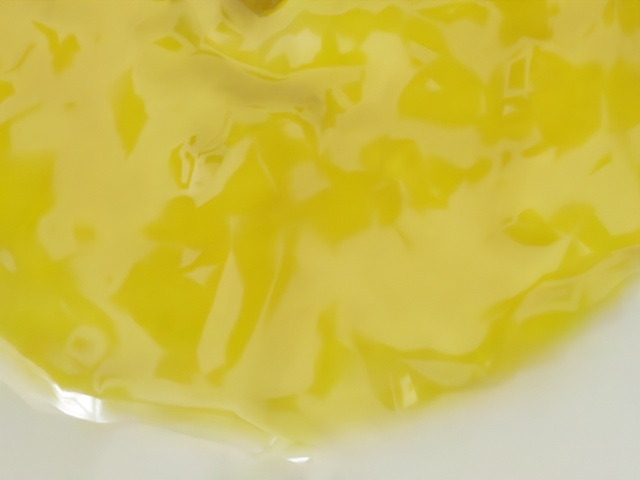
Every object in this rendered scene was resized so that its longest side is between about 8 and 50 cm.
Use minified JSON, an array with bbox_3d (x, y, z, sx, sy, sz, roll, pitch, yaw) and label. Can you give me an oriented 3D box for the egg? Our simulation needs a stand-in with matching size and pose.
[{"bbox_3d":[0.000,0.000,0.489,0.337,0.201,0.337,-8,67,20],"label":"egg"}]
